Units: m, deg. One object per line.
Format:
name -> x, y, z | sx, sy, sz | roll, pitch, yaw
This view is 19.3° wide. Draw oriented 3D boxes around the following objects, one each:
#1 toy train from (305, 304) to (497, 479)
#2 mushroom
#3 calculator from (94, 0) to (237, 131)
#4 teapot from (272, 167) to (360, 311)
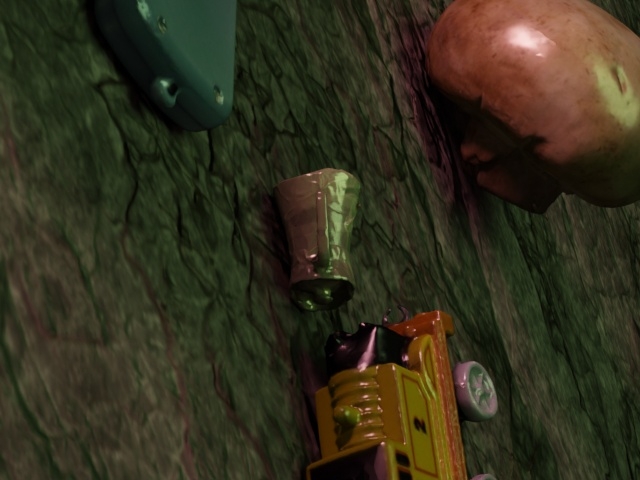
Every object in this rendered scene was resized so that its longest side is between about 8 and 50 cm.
toy train -> 0.047, 0.132, 1.168 | 0.127, 0.089, 0.219 | 29, 47, -48
mushroom -> 0.197, -0.127, 1.638 | 0.184, 0.255, 0.255 | -67, 170, 19
calculator -> -0.089, -0.159, 1.120 | 0.121, 0.039, 0.210 | 49, 31, -45
teapot -> 0.000, 0.000, 1.197 | 0.067, 0.057, 0.083 | 98, -12, -73
